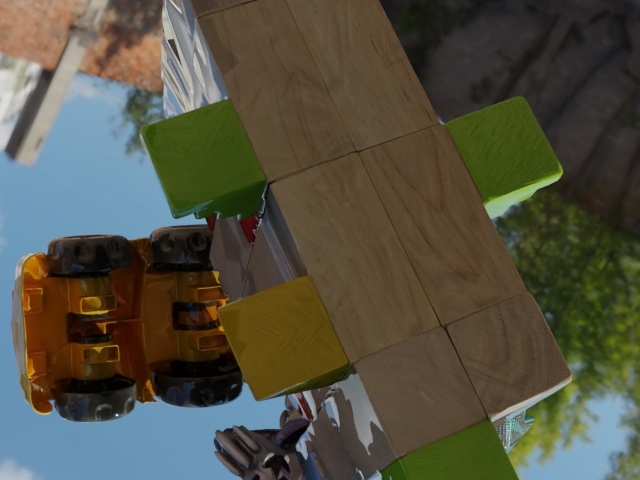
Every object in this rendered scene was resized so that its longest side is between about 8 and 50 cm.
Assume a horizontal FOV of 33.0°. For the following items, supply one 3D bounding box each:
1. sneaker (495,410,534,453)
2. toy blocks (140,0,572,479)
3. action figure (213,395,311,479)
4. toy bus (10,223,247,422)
[{"bbox_3d":[0.139,0.128,0.919,0.065,0.076,0.166,39,161,42],"label":"sneaker"},{"bbox_3d":[0.000,0.000,0.649,0.261,0.190,0.381,113,134,-69],"label":"toy blocks"},{"bbox_3d":[-0.042,0.200,0.768,0.099,0.185,0.285,23,-157,6],"label":"action figure"},{"bbox_3d":[-0.176,0.058,0.941,0.220,0.149,0.211,-5,-172,-32],"label":"toy bus"}]
